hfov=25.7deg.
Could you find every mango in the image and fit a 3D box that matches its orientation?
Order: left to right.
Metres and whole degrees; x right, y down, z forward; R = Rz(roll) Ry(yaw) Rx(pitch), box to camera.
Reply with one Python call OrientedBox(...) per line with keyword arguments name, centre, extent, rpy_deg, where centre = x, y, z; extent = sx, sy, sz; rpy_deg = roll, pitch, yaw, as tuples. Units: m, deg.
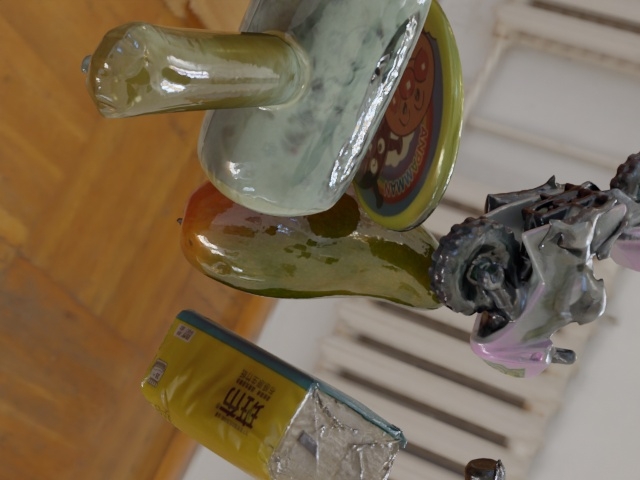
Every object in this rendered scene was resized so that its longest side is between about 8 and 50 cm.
OrientedBox(name="mango", centre=(-0.003, -0.003, 1.444), extent=(0.289, 0.146, 0.129), rpy_deg=(9, 118, -25))

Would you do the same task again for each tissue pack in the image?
OrientedBox(name="tissue pack", centre=(-0.059, 0.204, 1.620), extent=(0.192, 0.271, 0.134), rpy_deg=(36, 81, -39))

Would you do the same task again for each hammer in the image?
OrientedBox(name="hammer", centre=(-0.047, -0.098, 0.824), extent=(0.305, 0.113, 0.202), rpy_deg=(-18, 133, -63))

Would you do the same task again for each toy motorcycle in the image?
OrientedBox(name="toy motorcycle", centre=(0.260, 0.028, 1.464), extent=(0.327, 0.143, 0.188), rpy_deg=(-21, 113, -24))

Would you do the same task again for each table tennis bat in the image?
OrientedBox(name="table tennis bat", centre=(0.060, -0.179, 1.368), extent=(0.054, 0.368, 0.224), rpy_deg=(2, 143, -23))

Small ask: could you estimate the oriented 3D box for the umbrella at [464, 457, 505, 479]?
OrientedBox(name="umbrella", centre=(0.219, 0.445, 1.857), extent=(0.094, 0.090, 0.326), rpy_deg=(-32, 121, -67))
